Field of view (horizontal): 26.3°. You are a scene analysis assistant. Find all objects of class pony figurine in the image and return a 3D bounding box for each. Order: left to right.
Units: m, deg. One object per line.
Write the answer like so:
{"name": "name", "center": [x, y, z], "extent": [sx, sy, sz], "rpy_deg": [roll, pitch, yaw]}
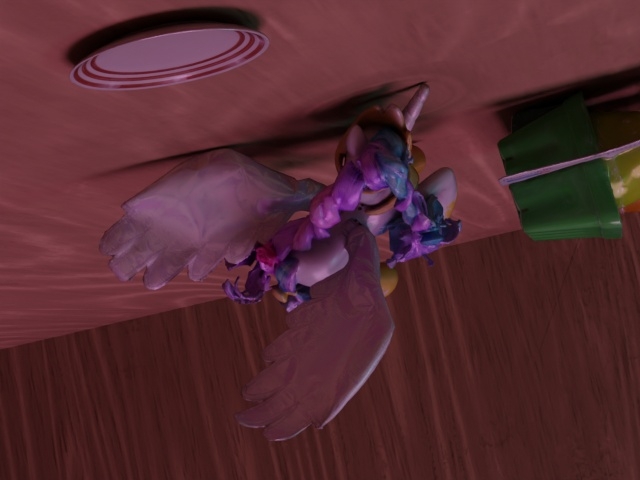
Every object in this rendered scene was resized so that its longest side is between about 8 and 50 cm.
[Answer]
{"name": "pony figurine", "center": [0.000, 0.000, 1.419], "extent": [0.351, 0.303, 0.363], "rpy_deg": [-44, 168, 1]}

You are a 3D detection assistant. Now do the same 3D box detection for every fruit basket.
{"name": "fruit basket", "center": [0.380, -0.113, 1.556], "extent": [0.353, 0.165, 0.327], "rpy_deg": [-23, 172, 11]}

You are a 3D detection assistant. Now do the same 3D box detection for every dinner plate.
{"name": "dinner plate", "center": [-0.106, -0.131, 0.956], "extent": [0.141, 0.017, 0.141], "rpy_deg": [-12, 173, -2]}
